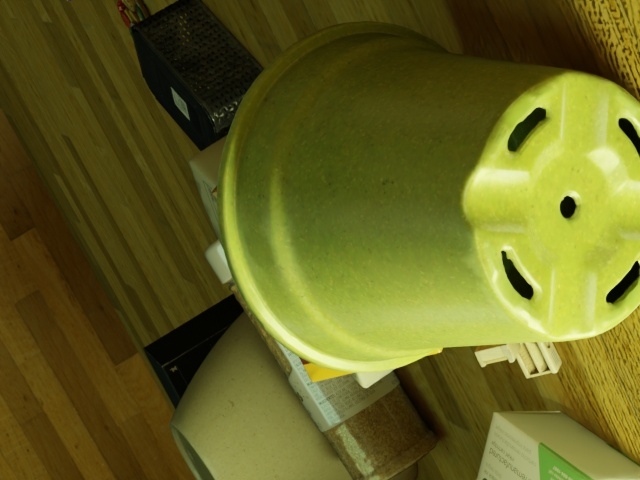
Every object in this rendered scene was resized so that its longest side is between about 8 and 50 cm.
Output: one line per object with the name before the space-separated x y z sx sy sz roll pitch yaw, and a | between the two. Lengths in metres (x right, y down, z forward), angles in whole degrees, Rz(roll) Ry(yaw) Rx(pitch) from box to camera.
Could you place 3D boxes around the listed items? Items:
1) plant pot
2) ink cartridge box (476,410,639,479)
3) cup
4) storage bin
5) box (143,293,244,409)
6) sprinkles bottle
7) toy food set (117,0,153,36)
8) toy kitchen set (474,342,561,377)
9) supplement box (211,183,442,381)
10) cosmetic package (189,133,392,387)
plant pot | 0.106 -0.029 1.199 0.254 0.276 0.276 4 125 57
ink cartridge box | 0.212 0.289 1.536 0.160 0.092 0.219 33 115 55
cup | -0.061 0.253 2.233 0.331 0.237 0.331 51 163 22
storage bin | -0.130 -0.179 1.894 0.180 0.084 0.122 50 163 30
box | -0.120 0.231 2.471 0.103 0.184 0.261 26 145 62
sprinkles bottle | 0.001 0.128 2.016 0.355 0.121 0.121 57 165 2
toy food set | -0.241 -0.292 2.135 0.083 0.020 0.083 58 164 -2
toy kitchen set | 0.192 0.099 1.481 0.068 0.083 0.075 -17 110 31
supplement box | 0.035 -0.019 1.427 0.129 0.191 0.194 -16 112 29
cosmetic package | 0.000 0.000 1.756 0.296 0.129 0.153 42 159 43
